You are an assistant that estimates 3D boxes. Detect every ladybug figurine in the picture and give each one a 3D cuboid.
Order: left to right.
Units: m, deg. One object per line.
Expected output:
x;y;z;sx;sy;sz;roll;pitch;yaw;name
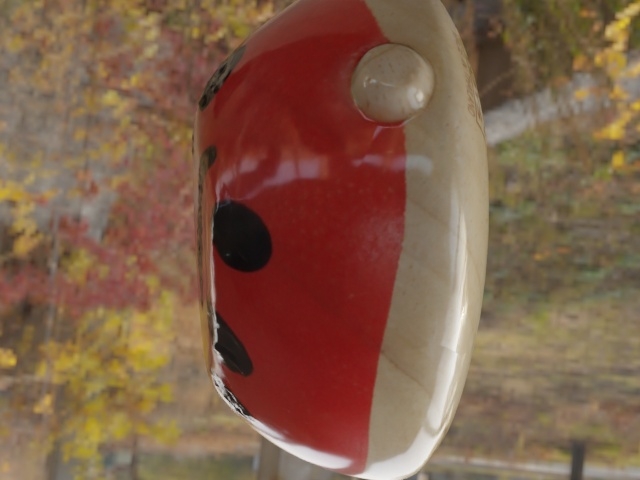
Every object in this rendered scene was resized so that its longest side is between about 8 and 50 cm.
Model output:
0.000;0.000;0.918;0.162;0.305;0.449;-4;153;-7;ladybug figurine
